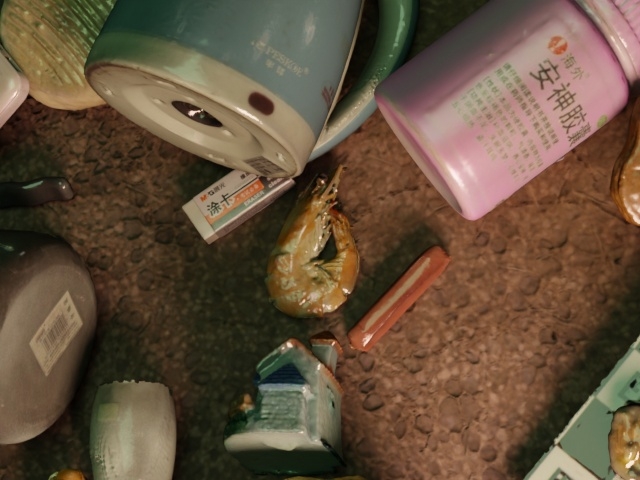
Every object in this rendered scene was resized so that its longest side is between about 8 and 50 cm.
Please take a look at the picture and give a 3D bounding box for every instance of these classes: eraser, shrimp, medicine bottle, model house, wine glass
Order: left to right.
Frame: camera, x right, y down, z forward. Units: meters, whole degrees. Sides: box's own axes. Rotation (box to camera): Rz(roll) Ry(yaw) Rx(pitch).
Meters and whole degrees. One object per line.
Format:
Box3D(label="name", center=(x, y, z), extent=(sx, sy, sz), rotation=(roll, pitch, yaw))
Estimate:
Box3D(label="wine glass", center=(-0.226, 0.282, 1.283), extent=(0.096, 0.264, 0.310), rotation=(-6, 74, 19))
Box3D(label="eraser", center=(-0.091, -0.051, 1.467), extent=(0.122, 0.029, 0.052), rotation=(-35, 71, 1))
Box3D(label="model house", center=(-0.030, 0.155, 1.351), extent=(0.119, 0.148, 0.149), rotation=(0, 62, 16))
Box3D(label="shrimp", center=(0.000, 0.000, 1.429), extent=(0.099, 0.041, 0.180), rotation=(15, 78, 14))
Box3D(label="medicine bottle", center=(0.218, -0.171, 1.358), extent=(0.290, 0.178, 0.178), rotation=(-36, 71, 0))

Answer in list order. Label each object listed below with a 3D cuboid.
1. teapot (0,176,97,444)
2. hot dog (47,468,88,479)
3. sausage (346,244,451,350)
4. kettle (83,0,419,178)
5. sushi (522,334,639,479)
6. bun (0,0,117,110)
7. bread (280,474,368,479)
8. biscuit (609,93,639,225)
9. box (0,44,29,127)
Box3D(label="teapot", center=(-0.401, 0.045, 1.415), extent=(0.285, 0.223, 0.305), rotation=(11, 80, 21))
Box3D(label="hot dog", center=(-0.273, 0.326, 1.384), extent=(0.045, 0.071, 0.165), rotation=(9, 73, -26))
Box3D(label="sausage", center=(0.083, 0.062, 1.400), extent=(0.030, 0.035, 0.147), rotation=(43, 86, -2))
Box3D(label="kettle", center=(-0.039, -0.253, 1.400), extent=(0.247, 0.319, 0.342), rotation=(4, 66, 55))
Box3D(label="sushi", center=(0.411, 0.227, 1.230), extent=(0.343, 0.064, 0.359), rotation=(39, 94, 14))
Box3D(label="bun", center=(-0.260, -0.261, 1.510), extent=(0.210, 0.116, 0.237), rotation=(33, 110, 19))
Box3D(label="bread", center=(0.010, 0.349, 1.287), extent=(0.244, 0.134, 0.245), rotation=(-2, 75, 8))
Box3D(label="biscuit", center=(0.435, -0.098, 1.302), extent=(0.257, 0.049, 0.273), rotation=(30, 92, -10))
Box3D(label="box", center=(-0.465, -0.125, 1.527), extent=(0.285, 0.044, 0.142), rotation=(-46, 69, 13))
